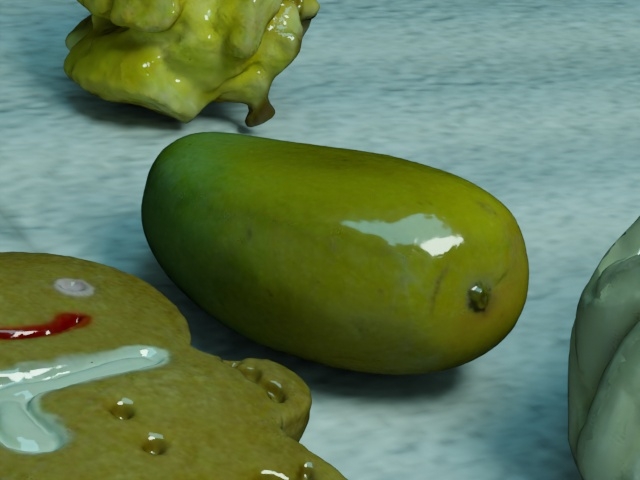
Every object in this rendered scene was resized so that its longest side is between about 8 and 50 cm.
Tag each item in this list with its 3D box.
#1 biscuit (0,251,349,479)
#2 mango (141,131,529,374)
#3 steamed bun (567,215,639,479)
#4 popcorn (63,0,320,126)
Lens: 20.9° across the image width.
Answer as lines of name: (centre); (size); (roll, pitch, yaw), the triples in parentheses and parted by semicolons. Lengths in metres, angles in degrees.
biscuit: (-0.097, 0.061, 0.679); (0.184, 0.035, 0.249); (-7, 31, -34)
mango: (0.000, 0.000, 0.779); (0.194, 0.092, 0.130); (27, 31, 38)
steamed bun: (0.268, 0.021, 0.695); (0.309, 0.219, 0.324); (29, 31, 34)
popcorn: (-0.073, -0.139, 0.991); (0.148, 0.152, 0.167); (-11, 29, 49)
